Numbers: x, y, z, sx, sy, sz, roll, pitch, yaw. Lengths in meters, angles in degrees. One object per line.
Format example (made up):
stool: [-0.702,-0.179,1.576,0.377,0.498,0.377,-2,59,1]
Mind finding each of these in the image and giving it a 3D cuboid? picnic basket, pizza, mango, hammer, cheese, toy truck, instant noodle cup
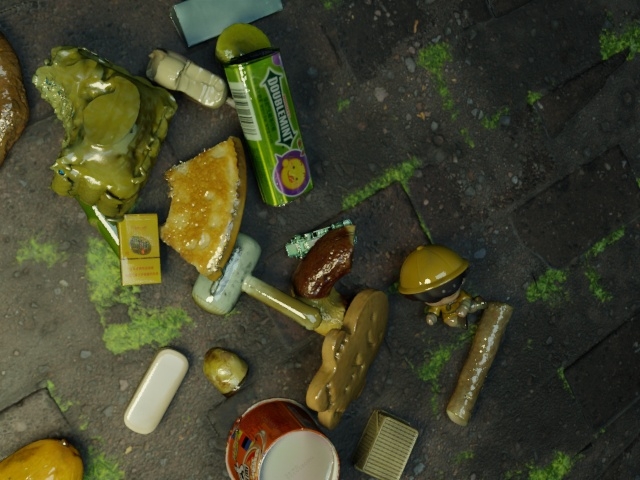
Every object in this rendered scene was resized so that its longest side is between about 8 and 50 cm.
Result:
picnic basket: [0.166,0.531,1.608,0.115,0.079,0.164,30,79,-18]
pizza: [-0.263,-0.074,1.412,0.089,0.222,0.324,22,75,-62]
mango: [-0.632,0.559,1.268,0.187,0.144,0.359,46,77,-11]
hammer: [-0.131,0.116,1.440,0.305,0.113,0.202,25,82,7]
cheese: [-0.257,-0.346,1.431,0.286,0.163,0.082,21,98,-35]
toy truck: [0.000,0.000,1.569,0.175,0.081,0.067,-18,95,-2]
instant noodle cup: [-0.081,0.509,1.453,0.250,0.192,0.251,1,88,-21]

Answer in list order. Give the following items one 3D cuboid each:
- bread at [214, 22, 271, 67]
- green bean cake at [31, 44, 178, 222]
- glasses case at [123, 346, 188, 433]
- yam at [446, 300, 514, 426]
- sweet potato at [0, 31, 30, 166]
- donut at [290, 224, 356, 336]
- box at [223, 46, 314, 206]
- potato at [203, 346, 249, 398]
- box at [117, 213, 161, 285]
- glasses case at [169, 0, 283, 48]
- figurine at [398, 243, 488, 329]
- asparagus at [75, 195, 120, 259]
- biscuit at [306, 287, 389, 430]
bread: [-0.182,-0.444,1.474,0.129,0.114,0.111,42,75,-15]
green bean cake: [-0.464,-0.232,1.281,0.284,0.202,0.310,23,63,-20]
glasses case: [-0.373,0.339,1.420,0.083,0.050,0.196,32,78,-15]
yam: [0.435,0.333,1.718,0.081,0.081,0.357,29,78,-18]
sweet potato: [-0.665,-0.286,1.302,0.113,0.092,0.342,-1,89,4]
donut: [0.004,0.109,1.503,0.151,0.112,0.295,5,106,-4]
box: [-0.112,-0.260,1.442,0.134,0.097,0.346,-30,121,-30]
potato: [-0.229,0.304,1.470,0.103,0.066,0.096,39,73,-14]
box: [-0.399,0.019,1.375,0.086,0.023,0.155,-3,87,-27]
glasses case: [-0.225,-0.559,1.502,0.266,0.056,0.105,-29,123,-19]
figurine: [0.312,0.119,1.632,0.192,0.167,0.257,-30,128,11]
asparagus: [-0.463,-0.032,1.388,0.067,0.060,0.278,-40,103,-28]
biscuit: [0.081,0.278,1.514,0.355,0.052,0.275,-56,146,-30]
